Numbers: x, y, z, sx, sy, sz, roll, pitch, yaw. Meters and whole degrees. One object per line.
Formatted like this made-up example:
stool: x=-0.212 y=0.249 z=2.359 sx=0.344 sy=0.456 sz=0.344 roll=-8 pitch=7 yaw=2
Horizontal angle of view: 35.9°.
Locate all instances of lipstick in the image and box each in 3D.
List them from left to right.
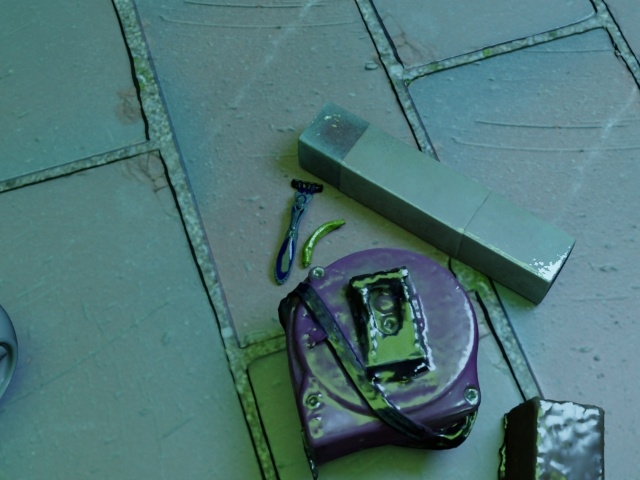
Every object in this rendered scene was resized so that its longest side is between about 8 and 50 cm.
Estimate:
lipstick: x=0.144 y=-0.051 z=1.280 sx=0.371 sy=0.076 sz=0.080 roll=31 pitch=67 yaw=14

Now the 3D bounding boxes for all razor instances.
razor: x=-0.035 y=-0.016 z=1.290 sx=0.044 sy=0.028 sz=0.155 roll=12 pitch=64 yaw=6

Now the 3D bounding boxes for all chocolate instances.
chocolate: x=0.255 y=0.321 z=1.075 sx=0.111 sy=0.112 sz=0.321 roll=8 pitch=64 yaw=1

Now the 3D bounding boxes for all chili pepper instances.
chili pepper: x=0.000 y=0.000 z=1.289 sx=0.030 sy=0.017 sz=0.083 roll=31 pitch=71 yaw=14

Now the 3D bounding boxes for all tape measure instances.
tape measure: x=0.072 y=0.134 z=1.147 sx=0.231 sy=0.149 sz=0.245 roll=-14 pitch=64 yaw=-5

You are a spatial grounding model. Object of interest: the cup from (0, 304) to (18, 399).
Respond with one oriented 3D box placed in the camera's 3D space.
cup: x=-0.520 y=0.099 z=1.139 sx=0.312 sy=0.205 sz=0.205 roll=29 pitch=67 yaw=13
